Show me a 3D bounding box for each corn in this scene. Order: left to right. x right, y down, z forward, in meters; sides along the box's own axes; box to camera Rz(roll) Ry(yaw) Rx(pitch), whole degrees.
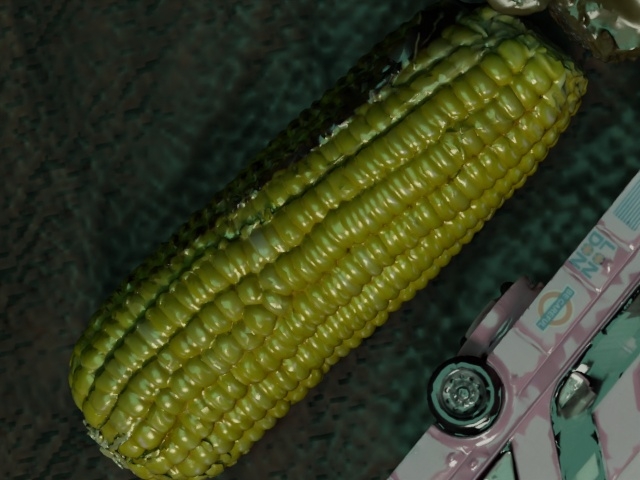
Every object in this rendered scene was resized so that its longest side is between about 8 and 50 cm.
[{"bbox_3d":[0.000,0.000,0.634,0.203,0.072,0.072,-43,80,8],"label":"corn"}]

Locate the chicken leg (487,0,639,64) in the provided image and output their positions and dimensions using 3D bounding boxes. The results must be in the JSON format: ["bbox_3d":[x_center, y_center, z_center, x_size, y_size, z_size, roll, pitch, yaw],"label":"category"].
[{"bbox_3d":[0.078,-0.151,0.609,0.125,0.080,0.196,-5,73,-9],"label":"chicken leg"}]

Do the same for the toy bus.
[{"bbox_3d":[0.106,0.023,0.611,0.090,0.063,0.203,40,97,10],"label":"toy bus"}]
